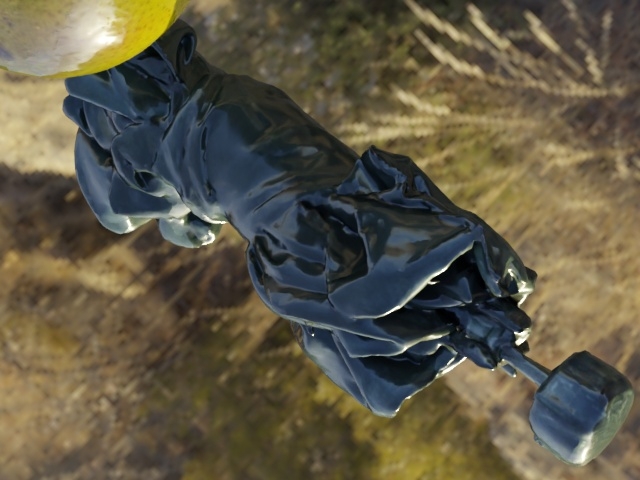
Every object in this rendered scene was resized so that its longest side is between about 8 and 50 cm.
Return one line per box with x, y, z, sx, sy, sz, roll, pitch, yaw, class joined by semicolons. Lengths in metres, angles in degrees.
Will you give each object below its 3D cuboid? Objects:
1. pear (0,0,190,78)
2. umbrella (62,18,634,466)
-0.113;-0.123;0.671;0.141;0.104;0.141;3;168;1;pear
-0.002;0.000;0.794;0.349;0.094;0.143;37;158;26;umbrella
